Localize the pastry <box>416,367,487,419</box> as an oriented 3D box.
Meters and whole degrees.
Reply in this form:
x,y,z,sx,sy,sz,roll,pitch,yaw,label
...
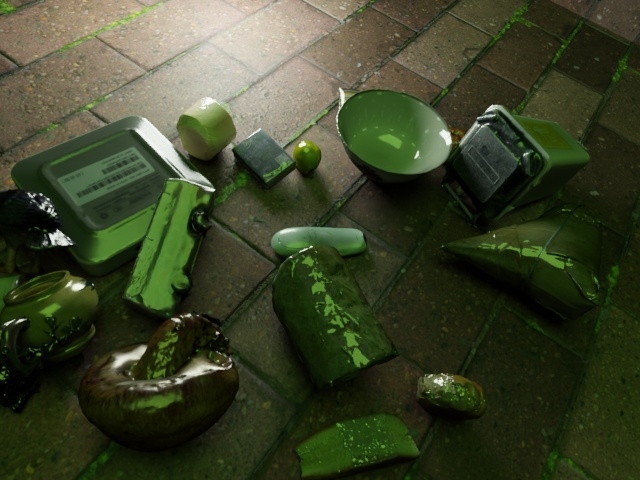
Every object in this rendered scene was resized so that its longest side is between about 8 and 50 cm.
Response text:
x,y,z,sx,sy,sz,roll,pitch,yaw,label
0.276,0.332,1.023,0.153,0.153,0.081,22,57,3,pastry

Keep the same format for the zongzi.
x,y,z,sx,sy,sz,roll,pitch,yaw,label
0.559,-0.011,1.314,0.392,0.174,0.356,24,50,12,zongzi

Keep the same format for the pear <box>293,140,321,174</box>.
x,y,z,sx,sy,sz,roll,pitch,yaw,label
-0.038,-0.237,1.384,0.092,0.092,0.097,0,98,-13,pear

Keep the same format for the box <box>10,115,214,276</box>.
x,y,z,sx,sy,sz,roll,pitch,yaw,label
-0.503,-0.131,1.201,0.373,0.090,0.367,43,58,18,box

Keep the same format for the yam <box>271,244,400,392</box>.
x,y,z,sx,sy,sz,roll,pitch,yaw,label
0.015,0.166,1.052,0.195,0.195,0.300,-19,63,-24,yam

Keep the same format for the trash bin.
x,y,z,sx,sy,sz,roll,pitch,yaw,label
0.576,-0.216,1.423,0.367,0.296,0.256,-11,56,-36,trash bin

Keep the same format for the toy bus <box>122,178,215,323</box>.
x,y,z,sx,sy,sz,roll,pitch,yaw,label
-0.332,0.020,1.073,0.137,0.112,0.317,19,65,-16,toy bus

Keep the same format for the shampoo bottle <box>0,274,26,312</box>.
x,y,z,sx,sy,sz,roll,pitch,yaw,label
-0.728,0.135,0.966,0.234,0.087,0.118,-4,61,-15,shampoo bottle

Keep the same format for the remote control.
x,y,z,sx,sy,sz,roll,pitch,yaw,label
0.000,0.001,1.249,0.256,0.045,0.097,-3,57,-18,remote control

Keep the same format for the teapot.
x,y,z,sx,sy,sz,roll,pitch,yaw,label
-0.511,0.169,0.929,0.173,0.183,0.269,-14,22,6,teapot

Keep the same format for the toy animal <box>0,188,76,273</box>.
x,y,z,sx,sy,sz,roll,pitch,yaw,label
-0.626,-0.021,1.018,0.122,0.298,0.186,9,81,-49,toy animal

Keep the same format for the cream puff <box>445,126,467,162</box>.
x,y,z,sx,sy,sz,roll,pitch,yaw,label
0.426,-0.300,1.529,0.149,0.084,0.149,5,54,-7,cream puff

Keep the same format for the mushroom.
x,y,z,sx,sy,sz,roll,pitch,yaw,label
-0.283,0.265,0.907,0.263,0.195,0.283,8,40,39,mushroom

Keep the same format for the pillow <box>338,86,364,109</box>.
x,y,z,sx,sy,sz,roll,pitch,yaw,label
0.160,-0.411,1.564,0.208,0.052,0.212,5,56,-7,pillow

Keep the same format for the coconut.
x,y,z,sx,sy,sz,roll,pitch,yaw,label
-0.309,-0.313,1.337,0.147,0.147,0.153,30,57,9,coconut

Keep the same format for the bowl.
x,y,z,sx,sy,sz,roll,pitch,yaw,label
0.197,-0.271,1.412,0.337,0.158,0.337,5,55,-8,bowl

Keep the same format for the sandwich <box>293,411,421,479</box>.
x,y,z,sx,sy,sz,roll,pitch,yaw,label
0.083,0.408,0.959,0.257,0.096,0.094,-6,52,-19,sandwich

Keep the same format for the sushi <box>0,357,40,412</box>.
x,y,z,sx,sy,sz,roll,pitch,yaw,label
-0.588,0.257,0.912,0.098,0.094,0.084,28,52,14,sushi

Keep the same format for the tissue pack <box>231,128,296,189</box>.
x,y,z,sx,sy,sz,roll,pitch,yaw,label
-0.158,-0.231,1.358,0.112,0.051,0.156,-39,73,-16,tissue pack
